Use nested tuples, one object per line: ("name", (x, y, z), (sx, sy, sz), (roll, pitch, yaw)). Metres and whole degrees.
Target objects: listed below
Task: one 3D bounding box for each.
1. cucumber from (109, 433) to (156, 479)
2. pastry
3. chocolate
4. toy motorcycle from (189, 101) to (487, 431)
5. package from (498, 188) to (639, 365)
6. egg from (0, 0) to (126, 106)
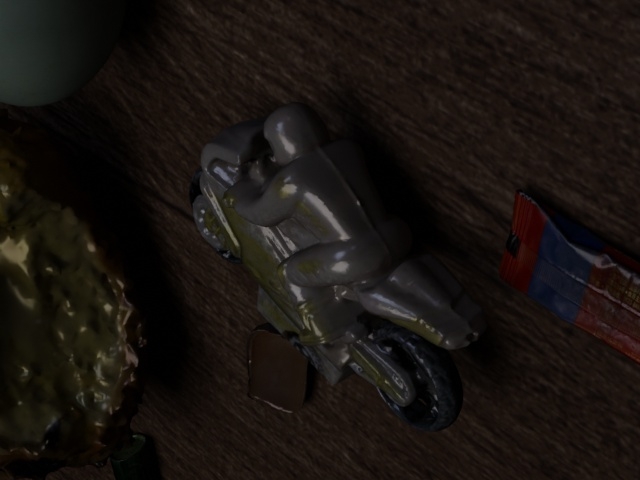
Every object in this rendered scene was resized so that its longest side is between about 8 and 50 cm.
("cucumber", (-0.213, 0.276, 1.498), (0.048, 0.048, 0.105), (17, 126, 41))
("pastry", (-0.357, 0.056, 1.329), (0.337, 0.292, 0.405), (14, 134, 55))
("chocolate", (-0.035, 0.116, 1.217), (0.064, 0.031, 0.100), (18, 132, 18))
("toy motorcycle", (0.000, 0.000, 1.043), (0.341, 0.108, 0.223), (42, 145, 32))
("package", (0.208, 0.043, 0.910), (0.200, 0.022, 0.083), (35, 135, 29))
("egg", (-0.259, -0.245, 1.108), (0.183, 0.183, 0.264), (13, 117, 42))
